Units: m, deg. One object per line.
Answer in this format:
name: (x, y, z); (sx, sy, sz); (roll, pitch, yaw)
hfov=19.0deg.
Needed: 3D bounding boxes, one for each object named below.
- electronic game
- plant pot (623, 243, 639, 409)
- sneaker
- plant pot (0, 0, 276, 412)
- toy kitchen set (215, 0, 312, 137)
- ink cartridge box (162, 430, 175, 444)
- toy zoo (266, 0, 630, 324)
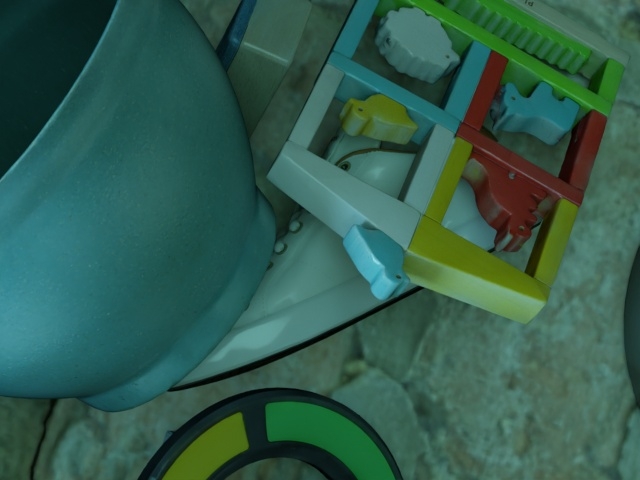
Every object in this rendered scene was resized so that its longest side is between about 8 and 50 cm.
electronic game: (-0.034, 0.209, 1.238); (0.229, 0.048, 0.229); (-3, 96, -35)
plant pot: (0.392, 0.054, 1.240); (0.323, 0.280, 0.323); (1, 85, -8)
sneaker: (0.000, 0.000, 1.277); (0.290, 0.106, 0.123); (-27, 88, -21)
plant pot: (-0.152, -0.018, 1.178); (0.196, 0.293, 0.293); (42, 80, -27)
toy kitchen set: (-0.079, -0.204, 1.285); (0.166, 0.122, 0.207); (23, 63, -6)
ink cartridge box: (-0.100, 0.185, 1.261); (0.029, 0.063, 0.115); (13, 85, -7)
toy zoo: (0.085, -0.069, 1.248); (0.192, 0.030, 0.293); (29, 50, -6)
